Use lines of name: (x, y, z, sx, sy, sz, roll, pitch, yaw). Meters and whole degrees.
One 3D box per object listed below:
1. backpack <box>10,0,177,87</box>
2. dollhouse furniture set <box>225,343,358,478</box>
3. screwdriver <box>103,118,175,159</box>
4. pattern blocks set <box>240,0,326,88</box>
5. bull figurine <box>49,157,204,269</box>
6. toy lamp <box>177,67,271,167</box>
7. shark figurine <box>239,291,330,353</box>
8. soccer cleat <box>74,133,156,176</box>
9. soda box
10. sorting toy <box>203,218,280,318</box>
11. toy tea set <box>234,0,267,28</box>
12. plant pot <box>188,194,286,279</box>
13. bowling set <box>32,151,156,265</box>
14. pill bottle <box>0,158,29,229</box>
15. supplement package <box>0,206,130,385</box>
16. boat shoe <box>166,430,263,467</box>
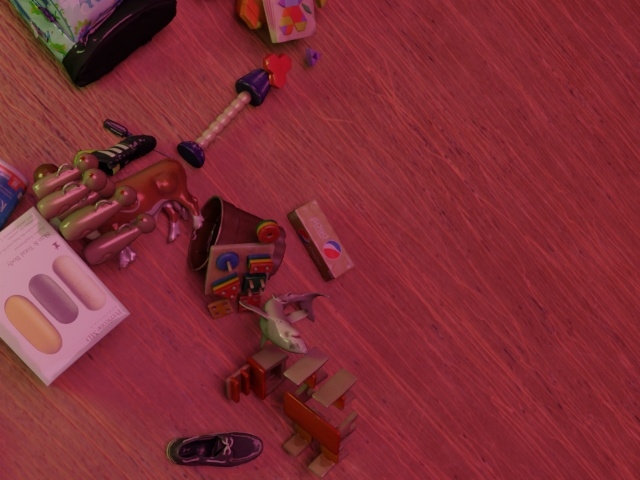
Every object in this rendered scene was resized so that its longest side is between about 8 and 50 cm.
backpack: (-0.514, -0.552, 1.699, 0.290, 0.273, 0.355, -41, 84, -18)
dollhouse furniture set: (-0.057, 0.341, 1.691, 0.259, 0.261, 0.135, 33, 51, 28)
screwdriver: (-0.392, -0.212, 1.786, 0.170, 0.024, 0.025, 33, 98, -20)
pattern blocks set: (-0.072, -0.540, 1.865, 0.285, 0.026, 0.324, -43, 127, -36)
bull figurine: (-0.398, -0.055, 1.704, 0.311, 0.101, 0.188, -29, 96, -21)
toy lamp: (-0.207, -0.281, 1.845, 0.080, 0.080, 0.274, 44, 67, -9)
shark figurine: (-0.089, 0.172, 1.730, 0.166, 0.278, 0.116, 21, 109, 3)
soccer cleat: (-0.424, -0.172, 1.731, 0.179, 0.060, 0.072, -20, 54, -20)
soda box: (0.000, 0.000, 1.881, 0.061, 0.058, 0.181, -31, 93, -25)
sorting toy: (-0.165, 0.076, 1.691, 0.133, 0.274, 0.046, -3, 44, -21)
toy tea set: (-0.144, -0.648, 1.941, 0.200, 0.124, 0.336, 33, 65, 2)
plant pot: (-0.173, 0.007, 1.760, 0.165, 0.167, 0.166, 18, 72, -27)
bowling set: (-0.441, -0.100, 1.540, 0.154, 0.287, 0.199, -33, 70, -8)
pill bottle: (-0.667, -0.050, 1.576, 0.124, 0.124, 0.221, 30, 69, -14)
supplement package: (-0.526, 0.110, 1.553, 0.199, 0.198, 0.262, -43, 97, -19)
boat shoe: (-0.209, 0.432, 1.697, 0.206, 0.065, 0.075, 3, 77, -22)
